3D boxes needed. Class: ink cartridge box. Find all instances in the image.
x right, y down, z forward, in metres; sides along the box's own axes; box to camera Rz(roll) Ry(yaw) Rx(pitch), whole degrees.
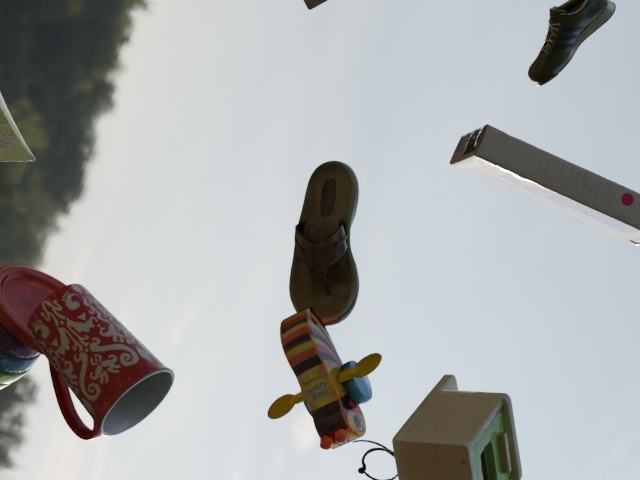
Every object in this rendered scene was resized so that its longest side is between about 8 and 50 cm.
[{"bbox_3d":[0.404,-0.082,2.307,0.069,0.371,0.176,-65,-174,-5],"label":"ink cartridge box"}]

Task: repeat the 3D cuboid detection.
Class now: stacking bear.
[{"bbox_3d":[-0.555,0.188,2.340,0.289,0.164,0.175,-45,-158,26],"label":"stacking bear"}]

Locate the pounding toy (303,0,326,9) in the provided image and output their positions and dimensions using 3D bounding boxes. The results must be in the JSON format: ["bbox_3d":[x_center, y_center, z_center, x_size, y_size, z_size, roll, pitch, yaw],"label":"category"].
[{"bbox_3d":[0.045,-0.387,1.879,0.181,0.094,0.206,-28,-149,5],"label":"pounding toy"}]

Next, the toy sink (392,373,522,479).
[{"bbox_3d":[0.220,0.317,2.122,0.234,0.131,0.153,-38,123,-57],"label":"toy sink"}]

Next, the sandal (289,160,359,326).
[{"bbox_3d":[-0.001,-0.001,2.314,0.086,0.120,0.303,50,37,-59],"label":"sandal"}]

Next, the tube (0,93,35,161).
[{"bbox_3d":[-0.404,-0.143,1.667,0.070,0.062,0.240,-39,-146,2],"label":"tube"}]

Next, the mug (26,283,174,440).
[{"bbox_3d":[-0.289,0.154,1.727,0.150,0.169,0.113,-45,160,1],"label":"mug"}]

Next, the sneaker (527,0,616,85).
[{"bbox_3d":[0.406,-0.359,2.377,0.192,0.086,0.064,-46,-149,5],"label":"sneaker"}]

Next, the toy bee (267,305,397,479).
[{"bbox_3d":[0.028,0.246,2.148,0.195,0.298,0.162,-50,176,17],"label":"toy bee"}]
